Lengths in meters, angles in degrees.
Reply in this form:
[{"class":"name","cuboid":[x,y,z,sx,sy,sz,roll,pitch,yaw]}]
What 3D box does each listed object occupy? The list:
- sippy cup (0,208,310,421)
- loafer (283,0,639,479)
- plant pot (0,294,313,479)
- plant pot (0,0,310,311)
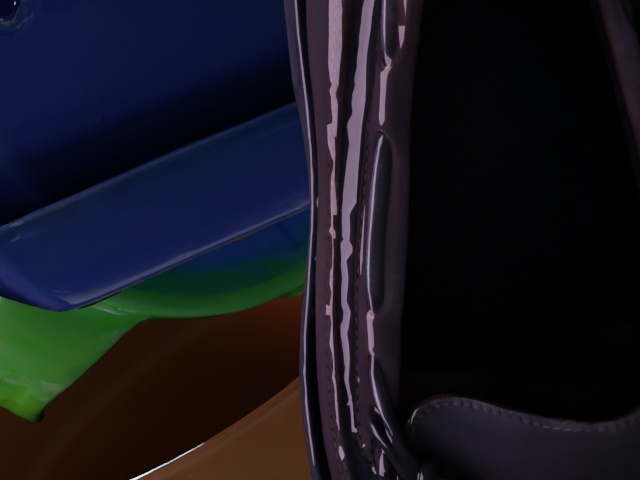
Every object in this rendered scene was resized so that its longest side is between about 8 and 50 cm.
[{"class":"sippy cup","cuboid":[-0.099,-0.069,0.864,0.240,0.305,0.224,62,161,-4]},{"class":"loafer","cuboid":[0.049,0.020,0.434,0.095,0.109,0.302,-139,37,-76]},{"class":"plant pot","cuboid":[-0.030,0.132,0.891,0.203,0.291,0.291,60,-178,-19]},{"class":"plant pot","cuboid":[-0.077,-0.101,0.635,0.212,0.236,0.236,68,163,-7]}]
